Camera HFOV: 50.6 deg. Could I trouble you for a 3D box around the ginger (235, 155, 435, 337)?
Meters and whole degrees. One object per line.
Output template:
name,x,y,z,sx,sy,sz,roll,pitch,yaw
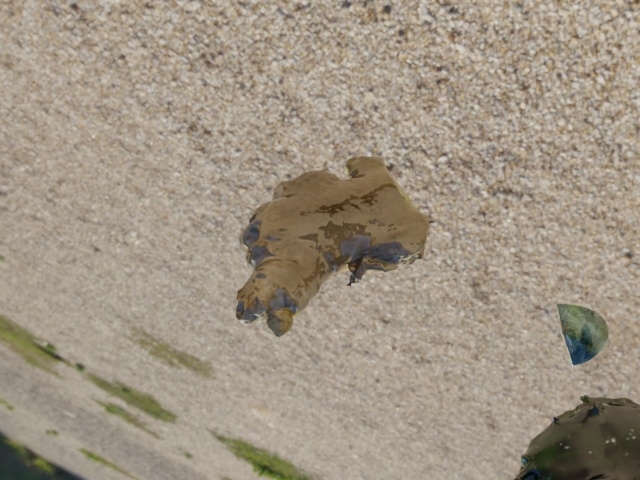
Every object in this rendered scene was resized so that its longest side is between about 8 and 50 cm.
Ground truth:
ginger,-0.002,-0.003,0.599,0.137,0.213,0.074,45,152,33

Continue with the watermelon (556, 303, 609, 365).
watermelon,0.343,0.132,0.915,0.085,0.085,0.061,27,160,-2

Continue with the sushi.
sushi,0.226,0.203,0.540,0.287,0.149,0.140,-16,173,3
